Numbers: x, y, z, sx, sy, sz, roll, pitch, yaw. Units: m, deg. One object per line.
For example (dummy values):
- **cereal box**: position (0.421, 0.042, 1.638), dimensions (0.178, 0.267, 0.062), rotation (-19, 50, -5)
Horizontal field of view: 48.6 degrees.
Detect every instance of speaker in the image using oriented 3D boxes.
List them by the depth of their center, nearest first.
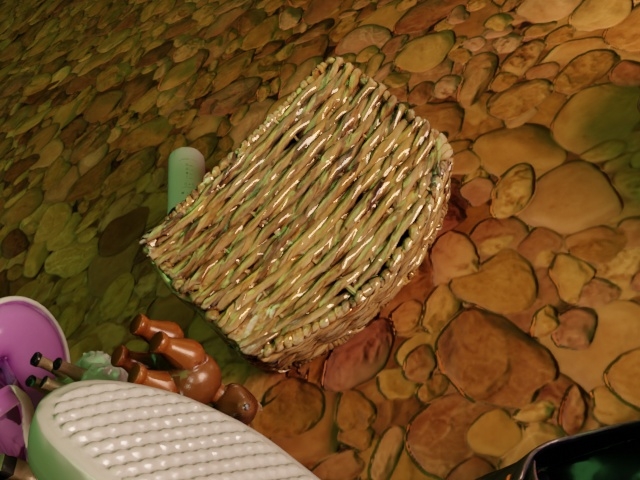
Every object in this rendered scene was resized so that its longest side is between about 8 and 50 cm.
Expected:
- **speaker**: position (-0.189, -0.074, 1.005), dimensions (0.055, 0.055, 0.136), rotation (-27, 42, 12)

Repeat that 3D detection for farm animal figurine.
- **farm animal figurine**: position (-0.166, 0.249, 0.613), dimensions (0.327, 0.172, 0.330), rotation (-15, 52, 41)

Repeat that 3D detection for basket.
- **basket**: position (0.000, 0.000, 0.771), dimensions (0.213, 0.223, 0.299), rotation (40, 79, 16)

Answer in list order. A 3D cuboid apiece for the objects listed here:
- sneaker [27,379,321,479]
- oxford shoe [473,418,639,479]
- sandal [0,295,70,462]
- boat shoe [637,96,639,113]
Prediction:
- **sneaker**: position (-0.033, 0.229, 0.421), dimensions (0.150, 0.366, 0.135), rotation (-59, -5, 12)
- **oxford shoe**: position (0.130, 0.191, 0.492), dimensions (0.271, 0.098, 0.096), rotation (-29, 41, 9)
- **sandal**: position (-0.350, 0.253, 0.726), dimensions (0.102, 0.169, 0.416), rotation (-11, 53, 37)
- **boat shoe**: position (0.387, -0.068, 0.549), dimensions (0.110, 0.121, 0.341), rotation (-37, 30, 7)
